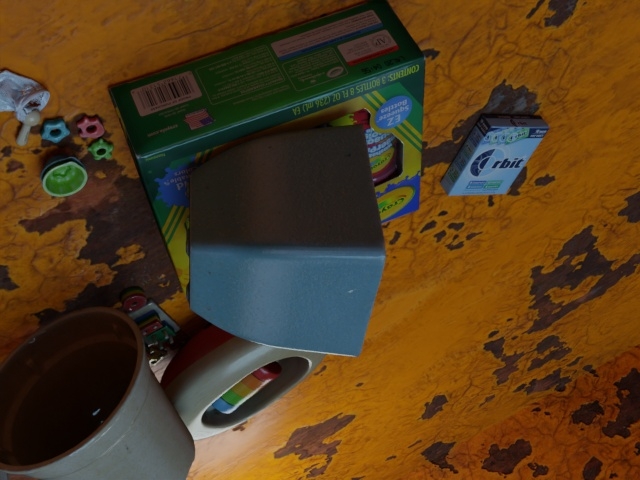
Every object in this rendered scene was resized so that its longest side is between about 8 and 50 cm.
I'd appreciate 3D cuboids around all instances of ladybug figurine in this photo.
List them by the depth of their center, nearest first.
[{"bbox_3d":[-0.176,0.260,1.864,0.449,0.162,0.305,-37,152,13],"label":"ladybug figurine"}]

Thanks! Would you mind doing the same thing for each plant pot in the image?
[{"bbox_3d":[-0.064,0.002,1.263,0.252,0.248,0.247,0,140,-8],"label":"plant pot"},{"bbox_3d":[-0.393,0.345,1.619,0.333,0.334,0.305,-28,130,1],"label":"plant pot"}]

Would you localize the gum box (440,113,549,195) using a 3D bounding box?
[{"bbox_3d":[0.347,-0.169,1.781,0.156,0.041,0.184,-3,138,-32],"label":"gum box"}]

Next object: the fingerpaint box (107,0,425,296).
[{"bbox_3d":[-0.064,-0.135,1.430,0.444,0.163,0.371,-20,146,-10],"label":"fingerpaint box"}]

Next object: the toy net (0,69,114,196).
[{"bbox_3d":[-0.384,-0.159,1.282,0.122,0.045,0.232,-26,146,-2],"label":"toy net"}]

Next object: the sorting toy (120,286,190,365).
[{"bbox_3d":[-0.354,0.194,1.769,0.132,0.046,0.274,-28,147,1],"label":"sorting toy"}]

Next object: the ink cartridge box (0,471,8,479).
[{"bbox_3d":[-0.644,0.412,1.643,0.121,0.289,0.211,-9,142,-21],"label":"ink cartridge box"}]
